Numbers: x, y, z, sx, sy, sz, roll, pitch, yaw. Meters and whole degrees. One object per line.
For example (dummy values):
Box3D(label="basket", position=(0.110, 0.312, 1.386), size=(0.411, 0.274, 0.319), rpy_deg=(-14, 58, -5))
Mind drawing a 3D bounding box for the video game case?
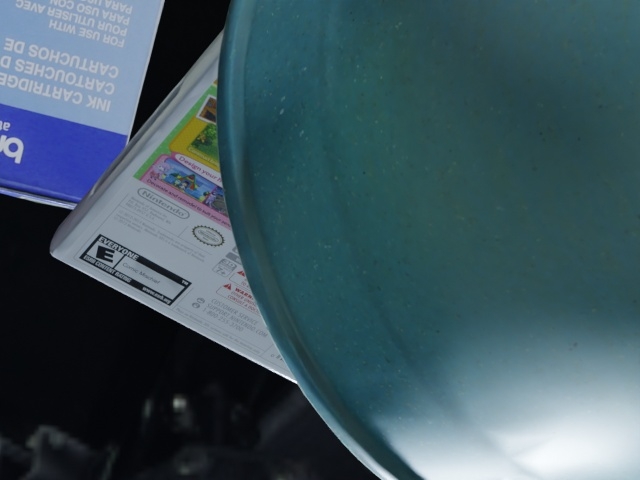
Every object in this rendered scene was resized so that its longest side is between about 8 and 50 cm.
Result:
Box3D(label="video game case", position=(0.000, 0.000, 0.825), size=(0.212, 0.023, 0.193), rpy_deg=(29, -44, -18))

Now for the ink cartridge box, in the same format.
Box3D(label="ink cartridge box", position=(-0.190, -0.167, 1.134), size=(0.151, 0.270, 0.396), rpy_deg=(12, -90, -13))

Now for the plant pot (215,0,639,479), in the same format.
Box3D(label="plant pot", position=(0.148, -0.050, 0.547), size=(0.271, 0.272, 0.255), rpy_deg=(36, -33, -27))
